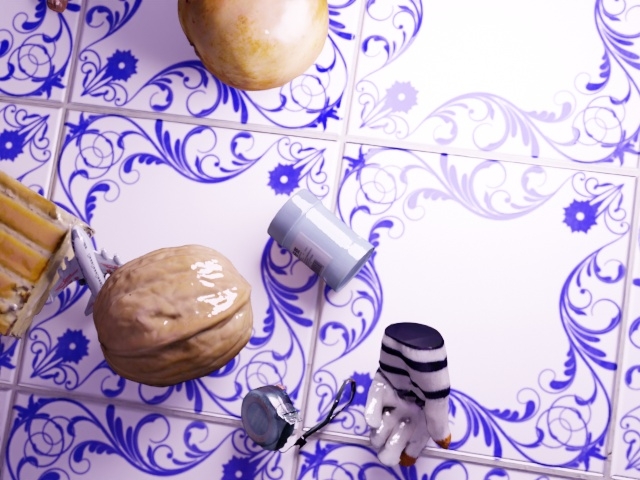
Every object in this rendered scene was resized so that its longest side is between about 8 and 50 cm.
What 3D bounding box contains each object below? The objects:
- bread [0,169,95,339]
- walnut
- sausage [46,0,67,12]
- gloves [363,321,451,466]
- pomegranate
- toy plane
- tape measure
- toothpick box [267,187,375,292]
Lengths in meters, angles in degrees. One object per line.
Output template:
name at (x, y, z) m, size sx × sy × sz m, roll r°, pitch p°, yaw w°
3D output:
bread at (-0.549, 0.013, 1.800) m, size 0.246 × 0.111 × 0.239 m, roll 30°, pitch 88°, yaw 7°
walnut at (-0.233, 0.119, 1.700) m, size 0.261 × 0.225 × 0.225 m, roll -21°, pitch 80°, yaw -2°
sausage at (-0.445, -0.482, 1.898) m, size 0.036 × 0.042 × 0.158 m, roll 20°, pitch 81°, yaw 47°
gloves at (0.142, 0.251, 1.692) m, size 0.140 × 0.131 × 0.219 m, roll 4°, pitch 113°, yaw 6°
pomegranate at (-0.098, -0.387, 1.746) m, size 0.270 × 0.229 × 0.252 m, roll -38°, pitch 80°, yaw -5°
toy plane at (-0.383, 0.048, 1.775) m, size 0.162 × 0.065 × 0.171 m, roll -13°, pitch 112°, yaw 1°
tape measure at (-0.037, 0.271, 1.743) m, size 0.179 × 0.104 × 0.107 m, roll -21°, pitch 52°, yaw -30°
toothpick box at (0.000, 0.000, 1.742) m, size 0.153 × 0.101 × 0.101 m, roll 41°, pitch 88°, yaw 10°
